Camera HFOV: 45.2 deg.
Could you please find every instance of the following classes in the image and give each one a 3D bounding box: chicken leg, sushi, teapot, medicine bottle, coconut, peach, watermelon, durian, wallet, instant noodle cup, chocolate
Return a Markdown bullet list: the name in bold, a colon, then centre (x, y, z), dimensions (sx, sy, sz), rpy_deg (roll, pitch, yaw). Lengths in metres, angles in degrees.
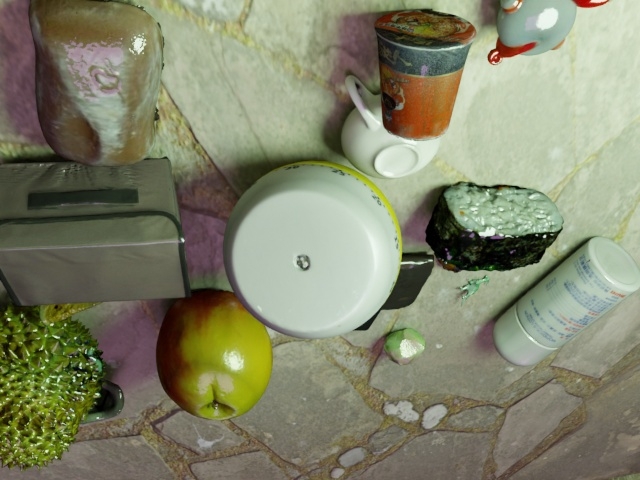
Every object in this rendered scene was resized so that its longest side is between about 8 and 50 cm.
- **chicken leg**: centre (0.245, 0.014, 1.414), dimensions (0.062, 0.037, 0.145), rpy_deg (3, 145, 6)
- **sushi**: centre (0.290, -0.016, 1.299), dimensions (0.225, 0.124, 0.127), rpy_deg (1, 140, -20)
- **teapot**: centre (0.098, -0.151, 1.096), dimensions (0.145, 0.092, 0.226), rpy_deg (-26, 139, 18)
- **medicine bottle**: centre (0.482, 0.140, 1.564), dimensions (0.130, 0.130, 0.341), rpy_deg (10, 138, -27)
- **coconut**: centre (0.177, 0.229, 1.649), dimensions (0.082, 0.083, 0.081), rpy_deg (28, 125, -14)
- **peach**: centre (-0.194, 0.205, 1.396), dimensions (0.231, 0.230, 0.231), rpy_deg (-8, 144, -5)
- **watermelon**: centre (-0.384, 0.059, 1.250), dimensions (0.182, 0.092, 0.075), rpy_deg (-20, 130, 14)
- **durian**: centre (-0.491, 0.241, 1.336), dimensions (0.225, 0.291, 0.291), rpy_deg (-14, 145, -8)
- **wallet**: centre (0.048, 0.082, 1.432), dimensions (0.310, 0.042, 0.165), rpy_deg (-1, 140, -15)
- **instant noodle cup**: centre (0.124, -0.204, 0.966), dimensions (0.127, 0.127, 0.135), rpy_deg (-5, 127, -9)
- **chocolate**: centre (-0.276, -0.176, 0.957), dimensions (0.161, 0.083, 0.261), rpy_deg (0, 144, -12)

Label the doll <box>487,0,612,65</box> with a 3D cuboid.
- **doll**: centre (0.302, -0.306, 0.949), dimensions (0.142, 0.076, 0.245), rpy_deg (24, 128, -38)

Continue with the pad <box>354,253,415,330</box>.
- **pad**: centre (0.065, 0.103, 1.504), dimensions (0.160, 0.009, 0.265), rpy_deg (4, 140, -20)

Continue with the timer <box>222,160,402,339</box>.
- **timer**: centre (0.000, 0.000, 1.181), dimensions (0.286, 0.285, 0.285), rpy_deg (-8, 144, -5)

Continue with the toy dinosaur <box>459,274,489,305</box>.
- **toy dinosaur**: centre (0.311, 0.098, 1.555), dimensions (0.062, 0.021, 0.083), rpy_deg (-19, 145, -11)

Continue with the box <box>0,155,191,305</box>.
- **box**: centre (-0.321, -0.012, 1.099), dimensions (0.253, 0.153, 0.188), rpy_deg (-5, 151, -9)

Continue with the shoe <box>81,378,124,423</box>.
- **shoe**: centre (-0.521, 0.305, 1.497), dimensions (0.293, 0.109, 0.149), rpy_deg (8, 164, -37)
